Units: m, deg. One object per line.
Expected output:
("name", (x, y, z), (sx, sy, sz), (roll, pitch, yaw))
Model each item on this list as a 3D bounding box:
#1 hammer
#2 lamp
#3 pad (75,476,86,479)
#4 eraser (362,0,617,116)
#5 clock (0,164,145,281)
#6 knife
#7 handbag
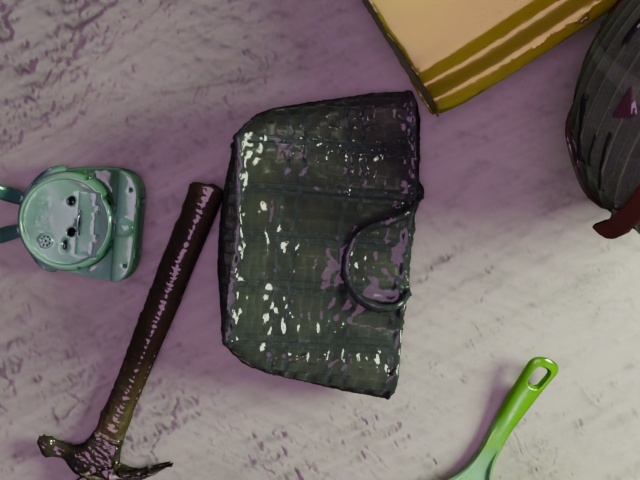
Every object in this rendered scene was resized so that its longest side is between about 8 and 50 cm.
("hammer", (-0.154, 0.084, 0.972), (0.125, 0.027, 0.297), (22, 96, 1))
("lamp", (0.310, -0.114, 0.831), (0.233, 0.233, 0.265), (24, 111, 0))
("pad", (-0.194, 0.321, 1.011), (0.116, 0.004, 0.193), (-42, 93, 7))
("eraser", (0.147, -0.224, 0.902), (0.226, 0.069, 0.158), (-33, 91, 6))
("clock", (-0.225, -0.017, 0.957), (0.135, 0.041, 0.101), (4, 96, 3))
("knife", (0.159, 0.175, 0.964), (0.078, 0.022, 0.166), (24, 97, -23))
("handbag", (0.000, 0.000, 0.932), (0.175, 0.088, 0.270), (4, 94, -7))
